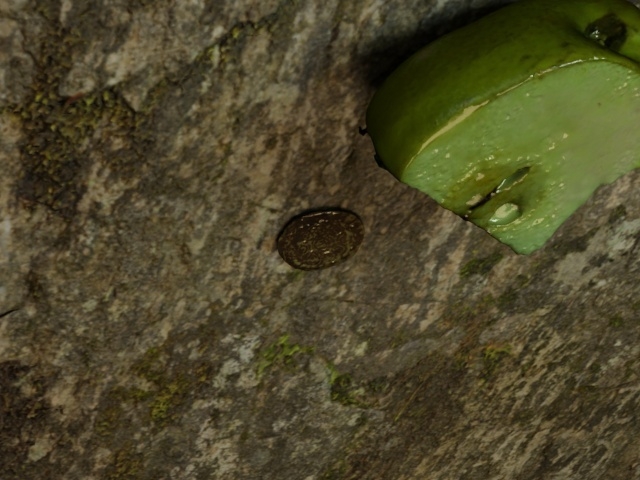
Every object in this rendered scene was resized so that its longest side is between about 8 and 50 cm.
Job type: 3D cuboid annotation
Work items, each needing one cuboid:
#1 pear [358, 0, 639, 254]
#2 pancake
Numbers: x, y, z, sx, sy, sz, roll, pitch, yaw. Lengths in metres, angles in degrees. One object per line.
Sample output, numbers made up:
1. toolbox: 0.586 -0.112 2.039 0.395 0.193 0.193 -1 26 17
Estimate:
1. pear: 0.214 -0.153 1.305 0.282 0.176 0.286 -41 139 21
2. pancake: 0.000 0.001 1.513 0.115 0.011 0.115 -11 139 -9
